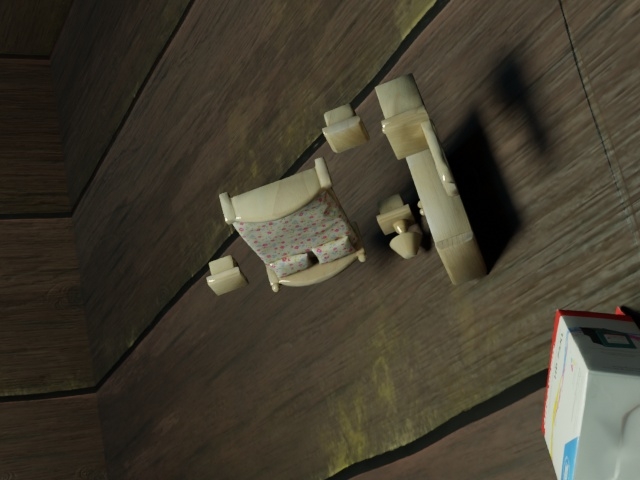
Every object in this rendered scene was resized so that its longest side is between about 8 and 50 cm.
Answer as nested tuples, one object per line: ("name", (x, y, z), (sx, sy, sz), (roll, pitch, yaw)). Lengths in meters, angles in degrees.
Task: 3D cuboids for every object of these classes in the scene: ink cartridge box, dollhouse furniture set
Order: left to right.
("dollhouse furniture set", (0.000, 0.000, 1.350), (0.303, 0.355, 0.174), (57, -165, -61))
("ink cartridge box", (0.262, 0.149, 1.054), (0.231, 0.078, 0.134), (-73, -12, -77))
